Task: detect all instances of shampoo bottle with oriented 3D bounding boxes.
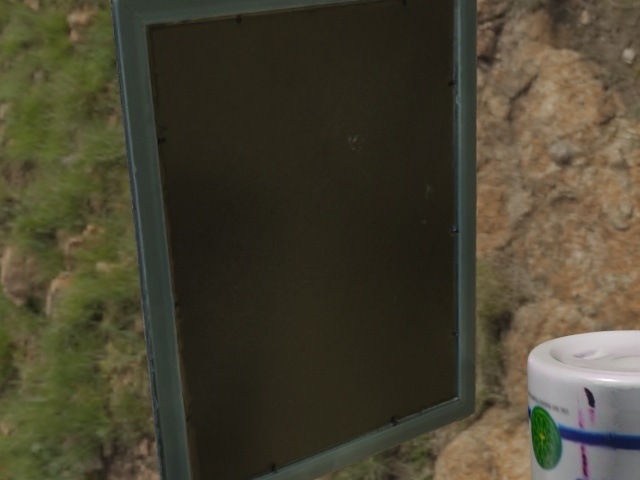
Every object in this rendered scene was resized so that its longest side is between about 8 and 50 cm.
[{"bbox_3d":[0.138,0.195,0.440,0.092,0.092,0.303,5,99,47],"label":"shampoo bottle"}]

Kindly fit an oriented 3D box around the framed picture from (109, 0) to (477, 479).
[{"bbox_3d":[0.000,0.000,0.536,0.017,0.217,0.274,22,118,52],"label":"framed picture"}]
